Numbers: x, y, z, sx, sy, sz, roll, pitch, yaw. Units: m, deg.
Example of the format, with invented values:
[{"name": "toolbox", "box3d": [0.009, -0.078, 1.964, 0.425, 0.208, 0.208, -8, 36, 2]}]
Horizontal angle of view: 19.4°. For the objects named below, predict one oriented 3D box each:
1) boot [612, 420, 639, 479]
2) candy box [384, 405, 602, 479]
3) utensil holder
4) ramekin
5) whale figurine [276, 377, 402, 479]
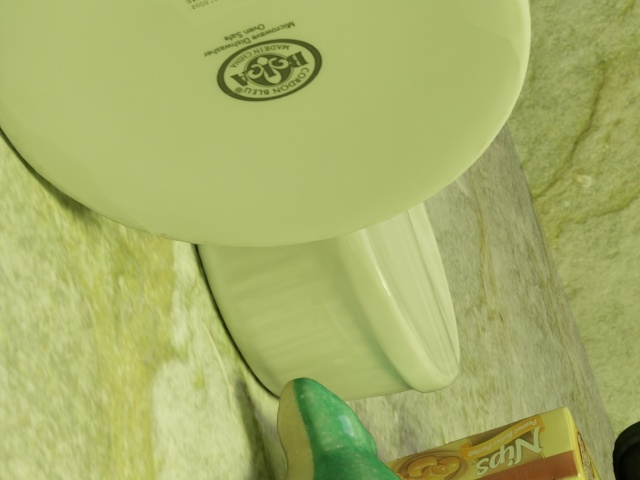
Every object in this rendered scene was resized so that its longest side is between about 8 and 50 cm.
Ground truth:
[{"name": "boot", "box3d": [0.321, 0.291, 1.554, 0.207, 0.094, 0.246, -99, 170, -50]}, {"name": "candy box", "box3d": [0.176, 0.297, 1.574, 0.088, 0.182, 0.316, -92, 159, -54]}, {"name": "utensil holder", "box3d": [-0.044, -0.234, 1.137, 0.328, 0.327, 0.386, 57, 21, -46]}, {"name": "ramekin", "box3d": [0.000, 0.000, 1.401, 0.273, 0.127, 0.273, -20, 90, -76]}, {"name": "whale figurine", "box3d": [0.041, 0.213, 1.236, 0.216, 0.141, 0.272, 56, 19, -48]}]
